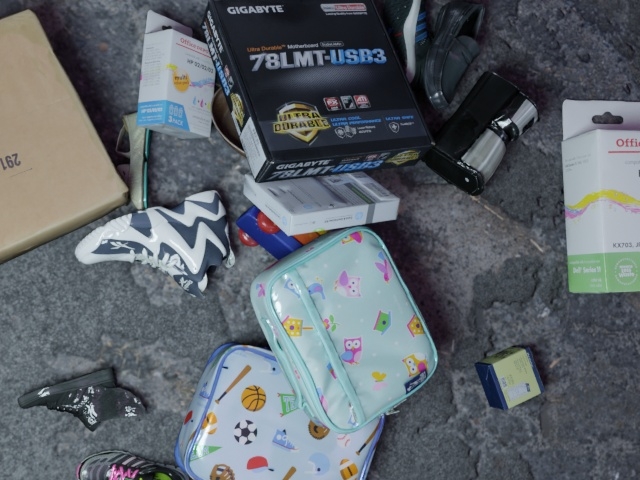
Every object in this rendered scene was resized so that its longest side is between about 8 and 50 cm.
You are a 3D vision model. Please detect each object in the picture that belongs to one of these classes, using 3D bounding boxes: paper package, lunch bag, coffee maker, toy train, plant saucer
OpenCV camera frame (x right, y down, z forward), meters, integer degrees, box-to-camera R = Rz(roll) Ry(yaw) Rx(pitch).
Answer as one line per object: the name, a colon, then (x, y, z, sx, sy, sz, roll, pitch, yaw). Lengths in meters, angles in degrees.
paper package: (-0.481, -0.122, 1.211, 0.325, 0.168, 0.309, -28, 94, -16)
lunch bag: (0.034, 0.136, 1.272, 0.224, 0.108, 0.279, -30, 99, -26)
lunch bag: (-0.054, 0.295, 1.342, 0.303, 0.115, 0.243, 24, 75, -15)
coffee maker: (0.254, -0.195, 1.460, 0.171, 0.120, 0.178, 41, 76, -9)
toy train: (0.000, 0.000, 1.389, 0.248, 0.105, 0.143, 40, 63, -11)
plant saucer: (-0.079, -0.179, 1.363, 0.199, 0.036, 0.198, 12, 46, -13)

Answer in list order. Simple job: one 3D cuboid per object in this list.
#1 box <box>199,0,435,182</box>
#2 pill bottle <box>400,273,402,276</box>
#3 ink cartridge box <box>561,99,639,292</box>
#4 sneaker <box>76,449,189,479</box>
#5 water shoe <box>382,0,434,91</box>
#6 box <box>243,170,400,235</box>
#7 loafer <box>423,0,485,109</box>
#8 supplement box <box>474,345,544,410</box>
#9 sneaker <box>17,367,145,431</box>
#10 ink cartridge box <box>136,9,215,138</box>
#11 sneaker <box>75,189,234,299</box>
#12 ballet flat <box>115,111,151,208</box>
box: (-0.005, -0.242, 1.338, 0.296, 0.073, 0.293, -9, 69, -28)
pill bottle: (0.110, 0.135, 1.413, 0.086, 0.086, 0.152, -16, 91, -17)
ink cartridge box: (0.552, -0.086, 1.542, 0.207, 0.119, 0.353, -2, 87, -17)
sneaker: (-0.276, 0.355, 1.289, 0.170, 0.075, 0.063, 15, 82, -15)
water shoe: (0.153, -0.353, 1.478, 0.080, 0.073, 0.203, 15, 79, -44)
box: (0.001, -0.065, 1.285, 0.186, 0.145, 0.038, -9, 121, -31)
loafer: (0.225, -0.316, 1.446, 0.076, 0.078, 0.223, 49, 49, -45)
supplement box: (0.324, 0.235, 1.486, 0.083, 0.056, 0.083, -21, 93, -17)
sneaker: (-0.353, 0.246, 1.285, 0.170, 0.051, 0.089, -16, 86, -20)
ink cartridge box: (-0.217, -0.255, 1.328, 0.104, 0.062, 0.181, 10, 82, -55)
sneaker: (-0.237, 0.030, 1.311, 0.235, 0.094, 0.153, -20, 84, -27)
ballet flat: (-0.286, -0.120, 1.319, 0.052, 0.057, 0.168, 1, 64, -6)
